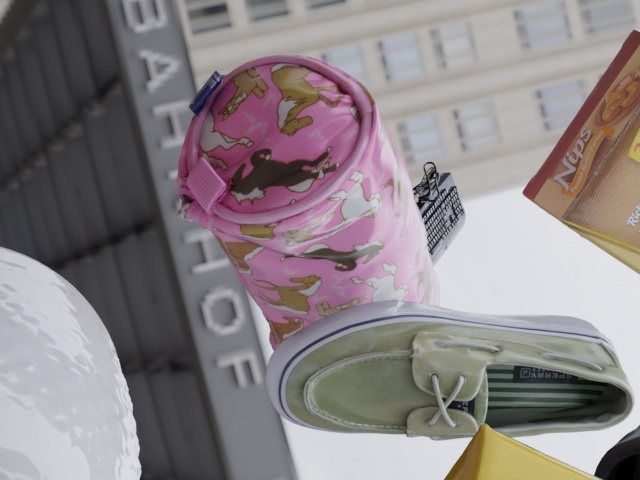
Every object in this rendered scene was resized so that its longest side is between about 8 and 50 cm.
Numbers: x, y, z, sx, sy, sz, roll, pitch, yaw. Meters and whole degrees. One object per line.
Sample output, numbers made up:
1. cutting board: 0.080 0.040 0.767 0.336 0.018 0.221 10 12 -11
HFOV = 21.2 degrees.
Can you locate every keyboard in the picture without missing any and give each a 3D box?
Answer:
1. keyboard: 0.143 -0.034 2.088 0.100 0.038 0.192 64 28 -14

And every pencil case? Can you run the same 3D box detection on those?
1. pencil case: 0.000 0.000 1.452 0.386 0.167 0.160 62 42 -61

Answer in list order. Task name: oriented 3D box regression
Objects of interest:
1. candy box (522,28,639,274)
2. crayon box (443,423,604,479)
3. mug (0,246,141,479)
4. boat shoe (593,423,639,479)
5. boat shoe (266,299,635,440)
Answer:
1. candy box: 0.361 -0.033 1.579 0.183 0.316 0.087 -56 -151 5
2. crayon box: 0.027 0.321 0.831 0.313 0.106 0.363 -75 -170 -47
3. mug: -0.307 0.195 1.220 0.328 0.374 0.276 -127 -168 -70
4. boat shoe: 0.338 0.307 1.073 0.187 0.156 0.500 -48 -118 28
5. boat shoe: 0.110 0.110 1.382 0.094 0.302 0.109 -127 -144 -66
